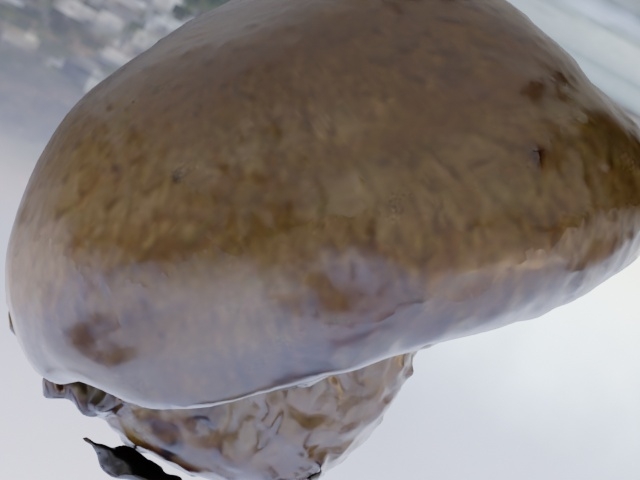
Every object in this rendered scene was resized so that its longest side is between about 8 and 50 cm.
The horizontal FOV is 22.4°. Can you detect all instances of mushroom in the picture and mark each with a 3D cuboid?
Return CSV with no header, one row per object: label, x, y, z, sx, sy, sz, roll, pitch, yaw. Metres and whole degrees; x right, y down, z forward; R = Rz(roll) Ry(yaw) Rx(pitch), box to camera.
mushroom,-0.012,-0.006,0.692,0.195,0.283,0.263,53,-158,1
